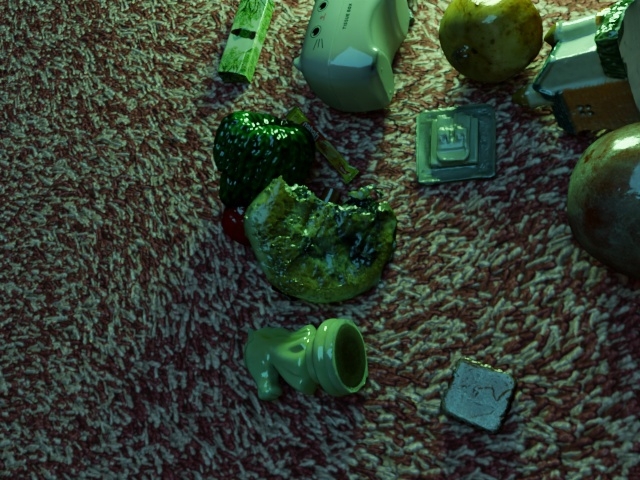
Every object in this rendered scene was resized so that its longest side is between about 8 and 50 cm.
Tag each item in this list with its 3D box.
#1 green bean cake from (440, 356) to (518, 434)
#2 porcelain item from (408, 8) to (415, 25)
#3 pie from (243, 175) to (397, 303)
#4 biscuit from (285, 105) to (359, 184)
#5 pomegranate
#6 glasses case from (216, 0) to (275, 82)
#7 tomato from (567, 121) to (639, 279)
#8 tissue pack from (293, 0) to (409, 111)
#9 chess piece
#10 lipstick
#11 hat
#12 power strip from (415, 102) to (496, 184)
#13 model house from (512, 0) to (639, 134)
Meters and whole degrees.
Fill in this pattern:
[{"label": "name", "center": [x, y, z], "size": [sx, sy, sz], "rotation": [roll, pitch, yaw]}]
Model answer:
[{"label": "green bean cake", "center": [0.333, 0.327, 1.392], "size": [0.135, 0.056, 0.136], "rotation": [19, 78, 24]}, {"label": "porcelain item", "center": [0.230, -0.626, 1.815], "size": [0.036, 0.028, 0.083], "rotation": [-18, 62, -6]}, {"label": "pie", "center": [0.000, 0.000, 1.561], "size": [0.371, 0.078, 0.296], "rotation": [6, 87, -11]}, {"label": "biscuit", "center": [0.003, -0.256, 1.756], "size": [0.048, 0.026, 0.292], "rotation": [-51, 60, 18]}, {"label": "pomegranate", "center": [0.404, -0.491, 1.588], "size": [0.248, 0.248, 0.248], "rotation": [-7, 68, 18]}, {"label": "glasses case", "center": [-0.219, -0.595, 1.947], "size": [0.095, 0.062, 0.272], "rotation": [7, 73, 23]}, {"label": "tomato", "center": [0.642, -0.078, 1.294], "size": [0.282, 0.316, 0.317], "rotation": [21, 77, 50]}, {"label": "tissue pack", "center": [0.081, -0.508, 1.708], "size": [0.236, 0.229, 0.333], "rotation": [8, 72, 22]}, {"label": "chess piece", "center": [-0.056, 0.275, 1.518], "size": [0.298, 0.176, 0.176], "rotation": [-10, 66, 31]}, {"label": "lipstick", "center": [-0.028, 0.005, 1.635], "size": [0.081, 0.081, 0.300], "rotation": [22, 79, 26]}, {"label": "hat", "center": [-0.169, -0.152, 1.683], "size": [0.242, 0.274, 0.332], "rotation": [32, 112, 38]}, {"label": "power strip", "center": [0.325, -0.245, 1.612], "size": [0.198, 0.064, 0.213], "rotation": [-6, 69, 20]}, {"label": "model house", "center": [0.583, -0.371, 1.493], "size": [0.301, 0.271, 0.190], "rotation": [-2, 45, 42]}]
